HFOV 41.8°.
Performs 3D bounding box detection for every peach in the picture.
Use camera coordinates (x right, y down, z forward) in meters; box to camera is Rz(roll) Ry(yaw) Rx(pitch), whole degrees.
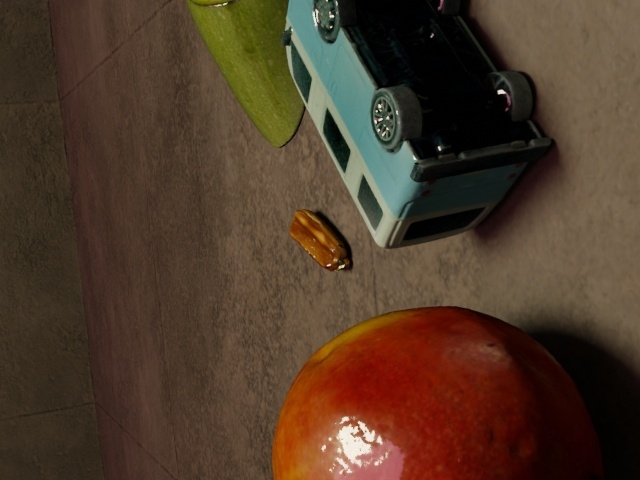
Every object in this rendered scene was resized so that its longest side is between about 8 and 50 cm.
[{"bbox_3d":[0.090,0.184,0.658,0.281,0.238,0.280,-30,49,42],"label":"peach"}]

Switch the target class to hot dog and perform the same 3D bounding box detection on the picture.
[{"bbox_3d":[0.000,0.000,1.037,0.122,0.037,0.049,46,125,44],"label":"hot dog"}]

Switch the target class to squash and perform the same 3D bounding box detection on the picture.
[{"bbox_3d":[-0.051,-0.268,1.084,0.189,0.189,0.260,57,180,43],"label":"squash"}]

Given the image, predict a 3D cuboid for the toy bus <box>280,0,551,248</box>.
[{"bbox_3d":[0.063,-0.134,0.752,0.164,0.133,0.271,111,141,-52],"label":"toy bus"}]
